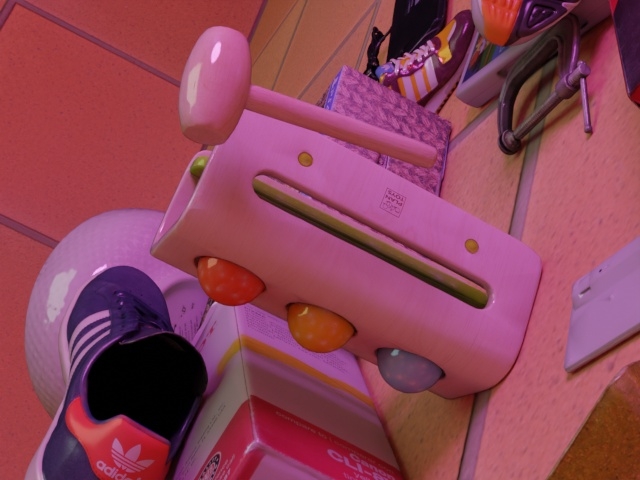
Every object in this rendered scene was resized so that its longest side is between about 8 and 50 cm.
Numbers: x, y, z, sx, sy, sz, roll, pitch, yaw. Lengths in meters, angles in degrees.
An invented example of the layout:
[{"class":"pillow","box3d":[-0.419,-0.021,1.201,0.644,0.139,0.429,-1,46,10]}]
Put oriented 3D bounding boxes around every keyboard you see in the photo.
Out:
[{"class":"keyboard","box3d":[0.126,-0.319,1.651,0.201,0.033,0.317,-45,21,36]},{"class":"keyboard","box3d":[0.228,0.003,0.696,0.256,0.014,0.072,-47,26,50]}]

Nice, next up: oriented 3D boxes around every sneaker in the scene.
[{"class":"sneaker","box3d":[-0.163,0.111,1.053,0.148,0.131,0.350,-48,24,24]},{"class":"sneaker","box3d":[0.186,-0.249,1.042,0.262,0.099,0.121,-65,4,-36]},{"class":"sneaker","box3d":[0.113,-0.197,1.348,0.185,0.084,0.069,-60,14,16]}]

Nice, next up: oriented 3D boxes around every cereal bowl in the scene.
[{"class":"cereal bowl","box3d":[-0.221,0.123,1.559,0.141,0.339,0.339,-1,60,45]}]

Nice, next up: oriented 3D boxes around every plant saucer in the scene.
[{"class":"plant saucer","box3d":[0.133,0.143,0.562,0.188,0.045,0.188,-61,-23,13]}]

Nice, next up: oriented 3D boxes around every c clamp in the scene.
[{"class":"c clamp","box3d":[0.192,-0.128,1.014,0.161,0.022,0.137,137,144,-64]}]

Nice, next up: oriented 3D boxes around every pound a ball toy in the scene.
[{"class":"pound a ball toy","box3d":[0.009,0.003,0.849,0.208,0.319,0.135,-34,32,64]}]

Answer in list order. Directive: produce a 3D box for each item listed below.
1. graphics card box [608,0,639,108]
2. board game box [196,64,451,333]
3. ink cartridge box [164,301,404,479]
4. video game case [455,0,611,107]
[{"class":"graphics card box","box3d":[0.315,-0.252,0.677,0.371,0.094,0.233,-52,17,36]},{"class":"board game box","box3d":[0.000,0.000,1.275,0.291,0.141,0.232,-50,18,44]},{"class":"ink cartridge box","box3d":[-0.073,0.243,1.044,0.279,0.160,0.384,-60,14,10]},{"class":"video game case","box3d":[0.261,-0.319,1.135,0.300,0.036,0.329,-33,33,64]}]
